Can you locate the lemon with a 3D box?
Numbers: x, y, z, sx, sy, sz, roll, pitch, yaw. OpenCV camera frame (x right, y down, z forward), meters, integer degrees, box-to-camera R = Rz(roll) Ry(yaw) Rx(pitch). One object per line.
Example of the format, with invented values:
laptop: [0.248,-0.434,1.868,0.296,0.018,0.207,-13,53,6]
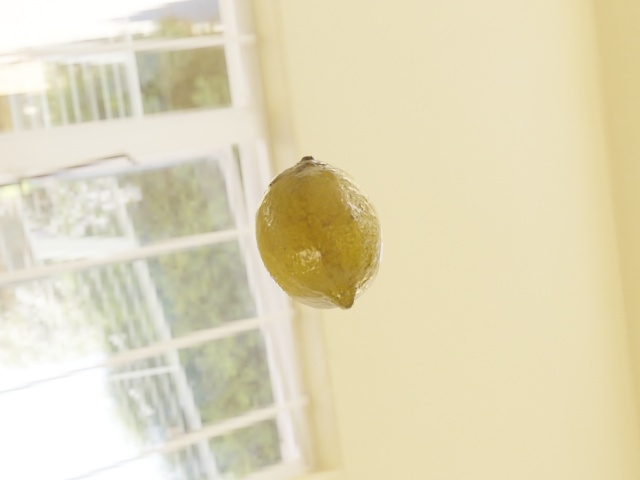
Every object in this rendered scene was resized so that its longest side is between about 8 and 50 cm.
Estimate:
lemon: [0.000,0.000,0.915,0.082,0.110,0.082,-12,152,-7]
